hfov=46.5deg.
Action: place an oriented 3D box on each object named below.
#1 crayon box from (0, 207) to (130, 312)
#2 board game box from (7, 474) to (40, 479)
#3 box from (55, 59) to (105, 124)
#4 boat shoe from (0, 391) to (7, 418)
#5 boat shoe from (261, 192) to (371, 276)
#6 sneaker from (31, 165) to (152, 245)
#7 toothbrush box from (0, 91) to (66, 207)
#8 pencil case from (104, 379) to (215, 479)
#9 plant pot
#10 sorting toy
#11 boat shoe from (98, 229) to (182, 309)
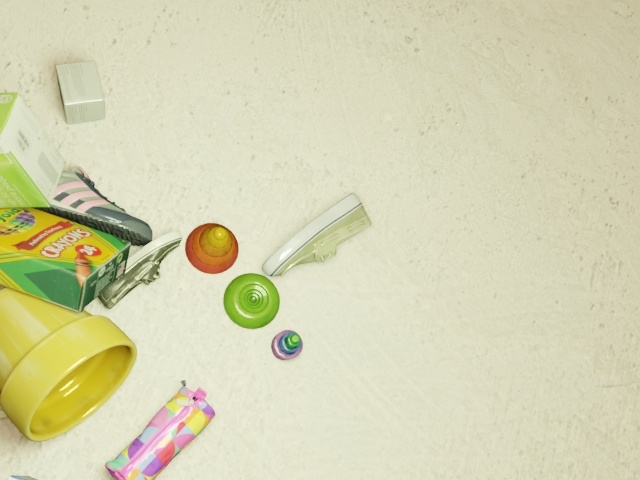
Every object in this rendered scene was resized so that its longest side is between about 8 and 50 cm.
[{"bbox_3d":[-0.560,0.018,1.446,0.319,0.202,0.081,18,112,4],"label":"crayon box"},{"bbox_3d":[-0.395,0.502,1.310,0.319,0.318,0.065,26,67,-8],"label":"board game box"},{"bbox_3d":[-0.529,-0.326,1.646,0.087,0.102,0.101,-13,77,-18],"label":"box"},{"bbox_3d":[-0.657,0.273,1.436,0.170,0.059,0.063,38,45,-6],"label":"boat shoe"},{"bbox_3d":[0.000,0.000,1.700,0.302,0.109,0.094,-38,88,-26],"label":"boat shoe"},{"bbox_3d":[-0.495,-0.091,1.578,0.319,0.112,0.131,21,63,-10],"label":"sneaker"},{"bbox_3d":[-0.675,-0.167,1.433,0.284,0.206,0.122,1,56,11],"label":"toothbrush box"},{"bbox_3d":[-0.315,0.394,1.487,0.104,0.104,0.236,43,68,0],"label":"pencil case"},{"bbox_3d":[-0.522,0.208,1.418,0.239,0.254,0.254,42,66,17],"label":"plant pot"},{"bbox_3d":[-0.153,0.099,1.612,0.127,0.126,0.365,-35,85,-23],"label":"sorting toy"},{"bbox_3d":[-0.377,0.063,1.588,0.219,0.078,0.070,-38,86,-15],"label":"boat shoe"}]
